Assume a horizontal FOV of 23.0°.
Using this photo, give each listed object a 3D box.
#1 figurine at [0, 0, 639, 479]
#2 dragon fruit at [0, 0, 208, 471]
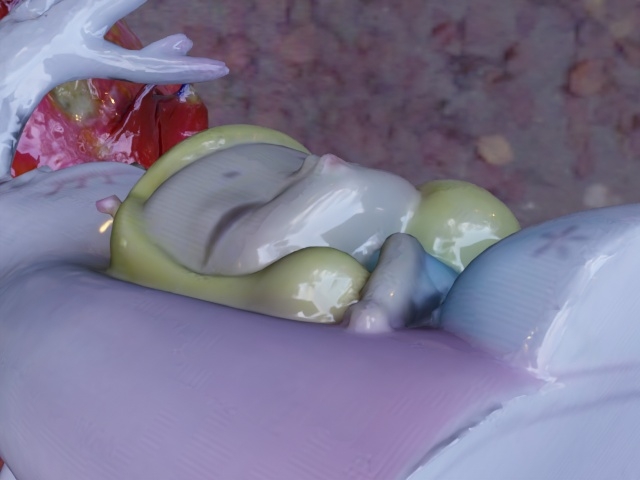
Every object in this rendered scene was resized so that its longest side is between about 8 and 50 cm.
[{"bbox_3d":[-0.002,0.013,0.492,0.284,0.316,0.206,-33,130,-33],"label":"figurine"},{"bbox_3d":[-0.205,0.016,0.918,0.249,0.371,0.386,34,43,11],"label":"dragon fruit"}]
